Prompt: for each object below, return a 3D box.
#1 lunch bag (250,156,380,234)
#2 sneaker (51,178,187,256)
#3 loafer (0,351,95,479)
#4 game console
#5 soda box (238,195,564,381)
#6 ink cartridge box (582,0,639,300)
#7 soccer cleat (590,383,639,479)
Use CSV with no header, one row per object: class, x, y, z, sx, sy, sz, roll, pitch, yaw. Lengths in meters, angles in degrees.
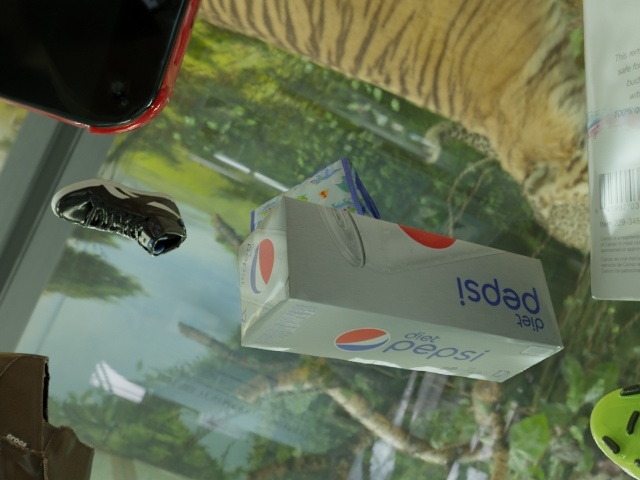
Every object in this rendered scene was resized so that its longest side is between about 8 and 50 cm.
lunch bag,0.000,0.000,0.815,0.096,0.128,0.151,42,-157,-58
sneaker,-0.314,-0.032,1.258,0.216,0.079,0.121,2,-143,-38
loafer,-0.322,0.273,0.900,0.366,0.130,0.134,61,152,24
game console,-0.248,-0.307,0.648,0.341,0.387,0.060,18,-167,-11
soda box,0.074,0.051,0.687,0.286,0.098,0.091,13,144,-27
ink cartridge box,0.337,-0.103,0.623,0.131,0.307,0.226,2,178,-25
soccer cleat,0.365,0.183,0.621,0.289,0.094,0.121,2,153,40
